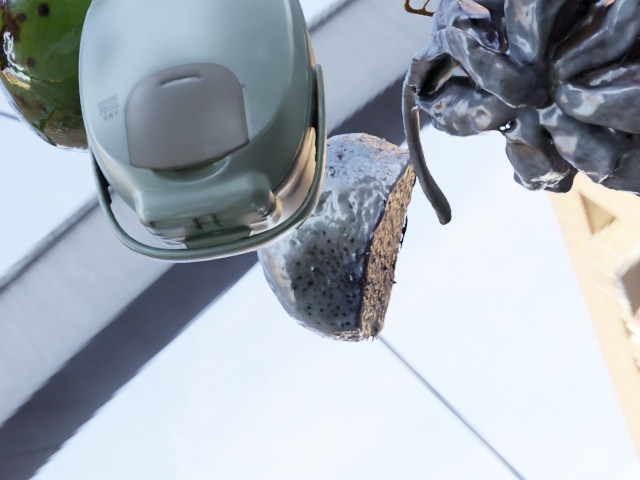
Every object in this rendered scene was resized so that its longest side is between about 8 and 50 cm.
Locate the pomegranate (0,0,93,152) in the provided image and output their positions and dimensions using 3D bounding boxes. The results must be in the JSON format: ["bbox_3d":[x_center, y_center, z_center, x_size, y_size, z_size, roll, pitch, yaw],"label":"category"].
[{"bbox_3d":[-0.173,-0.199,1.002,0.254,0.254,0.270,-38,-85,-11],"label":"pomegranate"}]

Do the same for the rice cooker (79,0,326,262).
[{"bbox_3d":[-0.067,-0.084,0.719,0.145,0.206,0.127,-10,-16,9],"label":"rice cooker"}]

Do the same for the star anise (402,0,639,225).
[{"bbox_3d":[0.182,-0.113,0.931,0.139,0.316,0.359,-47,-41,-32],"label":"star anise"}]

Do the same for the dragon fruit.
[{"bbox_3d":[0.000,0.000,1.643,0.221,0.204,0.282,-44,-35,-65],"label":"dragon fruit"}]

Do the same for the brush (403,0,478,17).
[{"bbox_3d":[0.243,-0.332,1.777,0.314,0.017,0.090,5,-49,-37],"label":"brush"}]
